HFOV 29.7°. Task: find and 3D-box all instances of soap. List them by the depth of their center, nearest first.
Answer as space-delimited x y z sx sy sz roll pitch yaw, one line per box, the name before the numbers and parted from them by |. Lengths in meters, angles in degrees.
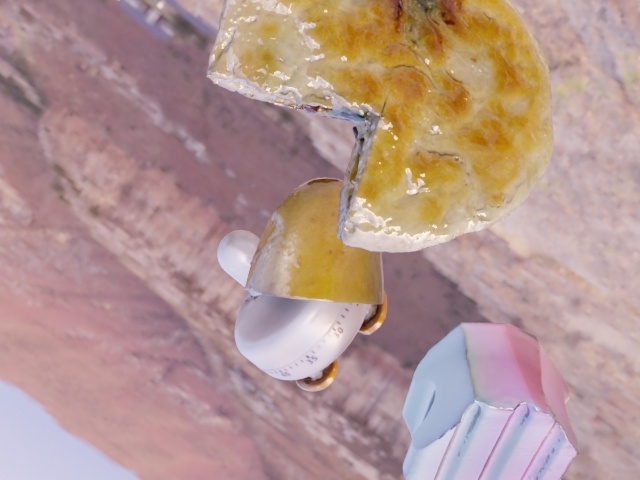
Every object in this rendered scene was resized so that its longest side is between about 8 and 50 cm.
soap | 0.194 0.213 1.393 0.192 0.109 0.324 0 149 -4

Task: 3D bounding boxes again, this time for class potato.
potato | 0.000 0.000 1.506 0.178 0.158 0.203 6 175 17

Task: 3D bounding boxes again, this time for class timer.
timer | -0.045 0.089 1.859 0.240 0.233 0.233 40 170 -24

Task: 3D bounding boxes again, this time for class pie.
pie | 0.070 -0.153 1.065 0.337 0.338 0.075 37 154 -11
